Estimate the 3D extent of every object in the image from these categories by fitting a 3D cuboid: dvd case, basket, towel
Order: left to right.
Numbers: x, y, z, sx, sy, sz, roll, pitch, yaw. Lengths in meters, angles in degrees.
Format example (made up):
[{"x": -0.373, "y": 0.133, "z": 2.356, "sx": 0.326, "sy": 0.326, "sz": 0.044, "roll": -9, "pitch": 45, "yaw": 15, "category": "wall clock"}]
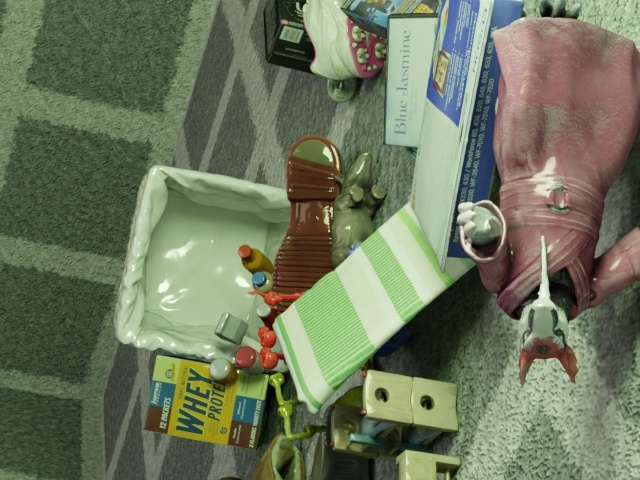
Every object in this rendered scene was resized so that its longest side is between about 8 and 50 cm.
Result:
[{"x": -0.205, "y": 0.051, "z": 2.551, "sx": 0.266, "sy": 0.331, "sz": 0.328, "roll": 180, "pitch": 102, "yaw": -75, "category": "basket"}, {"x": 0.079, "y": 0.065, "z": 1.823, "sx": 0.325, "sy": 0.038, "sz": 0.248, "roll": -42, "pitch": 24, "yaw": 7, "category": "towel"}, {"x": 0.169, "y": -0.207, "z": 1.799, "sx": 0.253, "sy": 0.022, "sz": 0.180, "roll": 10, "pitch": 102, "yaw": 53, "category": "dvd case"}]

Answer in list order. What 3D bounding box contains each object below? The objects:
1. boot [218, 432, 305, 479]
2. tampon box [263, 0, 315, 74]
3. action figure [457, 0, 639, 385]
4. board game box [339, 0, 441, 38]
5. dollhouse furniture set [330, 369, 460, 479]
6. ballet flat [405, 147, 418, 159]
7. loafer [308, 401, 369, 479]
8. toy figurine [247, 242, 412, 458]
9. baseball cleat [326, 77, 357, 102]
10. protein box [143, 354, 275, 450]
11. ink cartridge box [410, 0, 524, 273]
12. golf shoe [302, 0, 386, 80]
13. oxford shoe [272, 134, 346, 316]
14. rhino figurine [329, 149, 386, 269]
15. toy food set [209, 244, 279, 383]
[{"x": -0.108, "y": 0.435, "z": 2.414, "sx": 0.236, "sy": 0.089, "sz": 0.270, "roll": -104, "pitch": 32, "yaw": -48, "category": "boot"}, {"x": -0.039, "y": -0.419, "z": 2.675, "sx": 0.161, "sy": 0.120, "sz": 0.101, "roll": -95, "pitch": 22, "yaw": -43, "category": "tampon box"}, {"x": 0.213, "y": -0.037, "z": 1.355, "sx": 0.275, "sy": 0.248, "sz": 0.370, "roll": 147, "pitch": 135, "yaw": -69, "category": "action figure"}, {"x": 0.152, "y": -0.351, "z": 1.993, "sx": 0.194, "sy": 0.060, "sz": 0.194, "roll": -46, "pitch": 45, "yaw": 7, "category": "board game box"}, {"x": 0.091, "y": 0.280, "z": 1.751, "sx": 0.129, "sy": 0.128, "sz": 0.184, "roll": 126, "pitch": 151, "yaw": -55, "category": "dollhouse furniture set"}, {"x": 0.153, "y": -0.180, "z": 1.980, "sx": 0.087, "sy": 0.083, "sz": 0.247, "roll": 83, "pitch": -178, "yaw": -48, "category": "ballet flat"}, {"x": 0.028, "y": 0.364, "z": 2.009, "sx": 0.087, "sy": 0.094, "sz": 0.251, "roll": 109, "pitch": 171, "yaw": -66, "category": "loafer"}, {"x": 0.038, "y": 0.108, "z": 1.968, "sx": 0.363, "sy": 0.191, "sz": 0.217, "roll": -105, "pitch": 36, "yaw": -55, "category": "toy figurine"}, {"x": 0.046, "y": -0.348, "z": 2.436, "sx": 0.109, "sy": 0.072, "sz": 0.206, "roll": -121, "pitch": 48, "yaw": -76, "category": "baseball cleat"}, {"x": -0.196, "y": 0.289, "z": 2.490, "sx": 0.200, "sy": 0.201, "sz": 0.136, "roll": 71, "pitch": -151, "yaw": -85, "category": "protein box"}, {"x": 0.172, "y": -0.142, "z": 1.608, "sx": 0.307, "sy": 0.072, "sz": 0.304, "roll": -110, "pitch": 28, "yaw": -73, "category": "ink cartridge box"}, {"x": 0.016, "y": -0.416, "z": 2.319, "sx": 0.140, "sy": 0.115, "sz": 0.306, "roll": -9, "pitch": 89, "yaw": 43, "category": "golf shoe"}, {"x": 0.000, "y": 0.000, "z": 2.345, "sx": 0.130, "sy": 0.123, "sz": 0.348, "roll": 1, "pitch": -84, "yaw": -75, "category": "oxford shoe"}, {"x": 0.055, "y": -0.048, "z": 2.198, "sx": 0.106, "sy": 0.073, "sz": 0.243, "roll": 127, "pitch": 152, "yaw": -50, "category": "rhino figurine"}, {"x": -0.125, "y": 0.131, "z": 2.353, "sx": 0.232, "sy": 0.111, "sz": 0.104, "roll": -66, "pitch": -25, "yaw": -12, "category": "toy food set"}]
